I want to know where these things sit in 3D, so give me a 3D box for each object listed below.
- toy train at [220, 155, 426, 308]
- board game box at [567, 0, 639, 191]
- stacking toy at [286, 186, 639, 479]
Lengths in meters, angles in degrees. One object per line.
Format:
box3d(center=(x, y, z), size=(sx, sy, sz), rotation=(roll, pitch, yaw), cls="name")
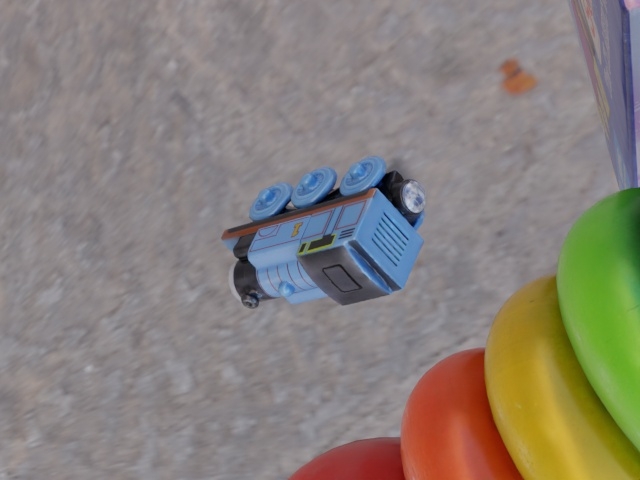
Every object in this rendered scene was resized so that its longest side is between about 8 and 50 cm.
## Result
box3d(center=(0.000, 0.000, 1.536), size=(0.080, 0.184, 0.105), rotation=(49, 48, -27), cls="toy train")
box3d(center=(0.131, -0.192, 0.913), size=(0.066, 0.318, 0.318), rotation=(-14, 71, 5), cls="board game box")
box3d(center=(0.103, 0.040, 0.550), size=(0.141, 0.330, 0.141), rotation=(35, 31, -24), cls="stacking toy")
